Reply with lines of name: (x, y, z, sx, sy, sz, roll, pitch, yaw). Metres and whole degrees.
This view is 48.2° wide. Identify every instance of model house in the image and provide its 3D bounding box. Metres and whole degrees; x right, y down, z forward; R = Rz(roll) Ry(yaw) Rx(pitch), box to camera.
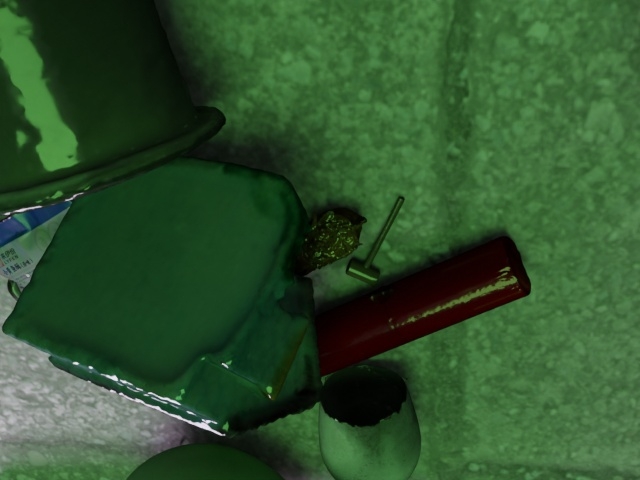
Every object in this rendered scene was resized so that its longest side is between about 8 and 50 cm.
model house: (-0.112, 0.072, 0.738, 0.280, 0.230, 0.249, 14, 162, 30)

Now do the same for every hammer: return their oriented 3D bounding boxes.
hammer: (0.064, 0.000, 0.771, 0.035, 0.019, 0.110, 23, 120, -5)

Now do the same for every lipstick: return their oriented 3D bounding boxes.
lipstick: (0.091, 0.078, 0.784, 0.279, 0.073, 0.073, -26, 114, 23)

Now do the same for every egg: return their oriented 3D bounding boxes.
egg: (-0.137, 0.379, 0.919, 0.269, 0.220, 0.220, 18, 123, -8)

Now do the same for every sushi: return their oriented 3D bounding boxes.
sushi: (0.003, 0.003, 0.758, 0.061, 0.060, 0.118, 39, 119, -9)

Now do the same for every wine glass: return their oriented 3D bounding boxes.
wine glass: (0.064, 0.271, 0.876, 0.126, 0.126, 0.241, -1, 124, 10)

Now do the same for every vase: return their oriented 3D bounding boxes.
vase: (-0.232, -0.198, 0.594, 0.245, 0.245, 0.291, -10, 110, 15)

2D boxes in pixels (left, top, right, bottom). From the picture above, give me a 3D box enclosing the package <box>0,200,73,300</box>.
package: (-0.312, 0.033, 0.851, 0.171, 0.027, 0.173, -24, 115, 26)
